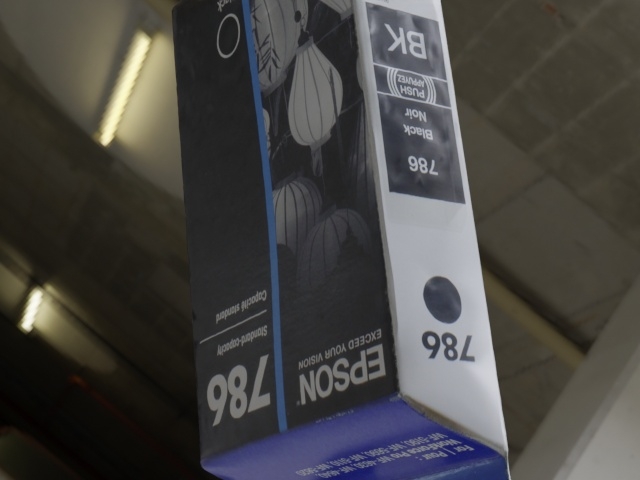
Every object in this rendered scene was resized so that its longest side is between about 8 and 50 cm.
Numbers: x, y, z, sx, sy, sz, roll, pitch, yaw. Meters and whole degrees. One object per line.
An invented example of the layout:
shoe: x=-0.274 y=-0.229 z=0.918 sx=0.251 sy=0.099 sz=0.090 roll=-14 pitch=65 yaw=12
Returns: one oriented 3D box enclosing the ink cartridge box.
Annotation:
ink cartridge box: x=0.000 y=0.000 z=0.595 sx=0.065 sy=0.333 sz=0.165 roll=6 pitch=-23 yaw=-36
